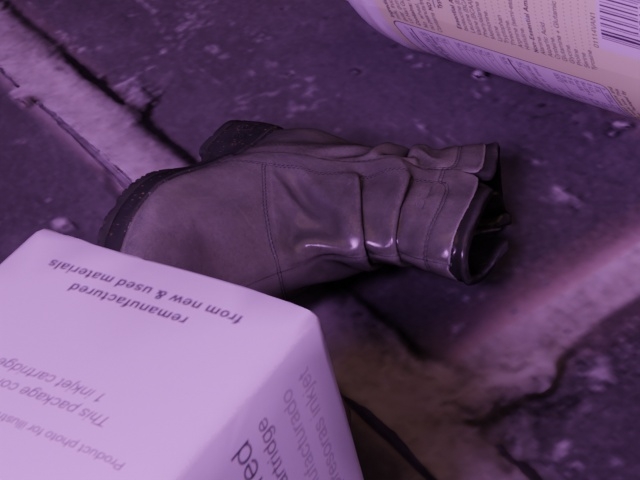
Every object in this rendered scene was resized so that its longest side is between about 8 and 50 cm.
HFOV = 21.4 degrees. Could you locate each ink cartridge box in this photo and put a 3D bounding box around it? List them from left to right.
[{"bbox_3d":[-0.109,0.179,0.530,0.131,0.226,0.306,14,46,31],"label":"ink cartridge box"}]

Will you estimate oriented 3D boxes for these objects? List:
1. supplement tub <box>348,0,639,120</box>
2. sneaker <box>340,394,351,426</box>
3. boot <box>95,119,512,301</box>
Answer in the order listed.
[{"bbox_3d":[0.147,-0.197,0.926,0.325,0.235,0.235,23,50,37],"label":"supplement tub"},{"bbox_3d":[-0.075,0.115,0.746,0.188,0.066,0.071,-13,55,6],"label":"sneaker"},{"bbox_3d":[0.000,0.000,0.815,0.161,0.083,0.246,4,27,19],"label":"boot"}]
